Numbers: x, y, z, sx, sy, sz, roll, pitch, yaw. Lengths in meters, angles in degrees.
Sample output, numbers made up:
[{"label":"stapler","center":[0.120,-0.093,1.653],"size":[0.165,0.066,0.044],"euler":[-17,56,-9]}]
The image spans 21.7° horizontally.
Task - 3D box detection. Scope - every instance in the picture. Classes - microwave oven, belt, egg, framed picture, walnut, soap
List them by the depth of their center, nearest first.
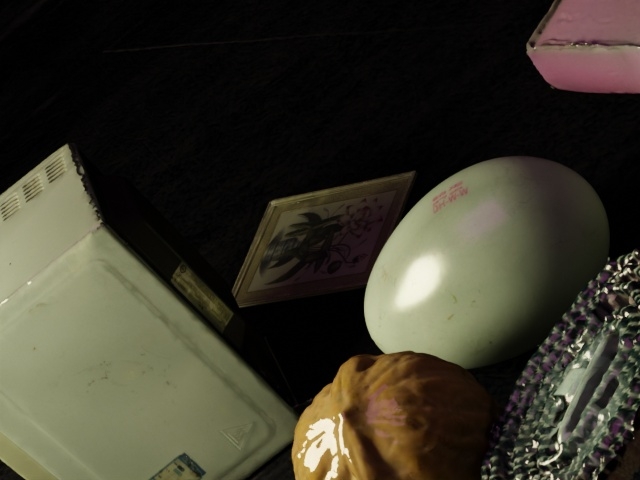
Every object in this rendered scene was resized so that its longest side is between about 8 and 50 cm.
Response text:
[{"label":"belt","center":[0.269,0.152,1.382],"size":[0.207,0.160,0.295],"euler":[-24,32,56]},{"label":"walnut","center":[0.074,0.194,1.483],"size":[0.213,0.213,0.213],"euler":[-28,36,22]},{"label":"egg","center":[0.157,0.027,1.613],"size":[0.264,0.183,0.183],"euler":[-37,33,22]},{"label":"microwave oven","center":[-0.230,0.116,1.761],"size":[0.286,0.355,0.218],"euler":[-40,32,6]},{"label":"soap","center":[0.364,-0.282,1.842],"size":[0.181,0.081,0.259],"euler":[7,56,49]},{"label":"framed picture","center":[0.000,0.000,1.966],"size":[0.231,0.010,0.173],"euler":[-12,44,39]}]
